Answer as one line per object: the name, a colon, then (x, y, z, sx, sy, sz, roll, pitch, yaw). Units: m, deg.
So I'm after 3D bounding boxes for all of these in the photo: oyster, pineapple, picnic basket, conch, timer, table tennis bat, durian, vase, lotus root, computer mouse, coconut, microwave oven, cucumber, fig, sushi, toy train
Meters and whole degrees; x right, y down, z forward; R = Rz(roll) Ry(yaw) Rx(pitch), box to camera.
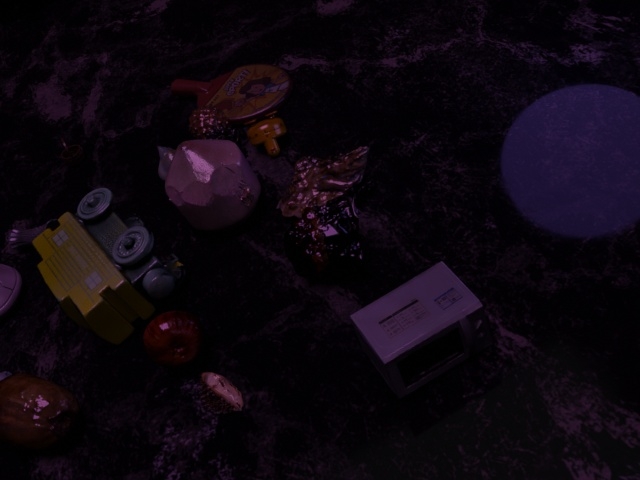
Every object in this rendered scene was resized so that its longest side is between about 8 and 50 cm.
oyster: (-0.003, -0.142, 1.864, 0.214, 0.083, 0.223, 9, 56, 50)
pineapple: (-0.271, -0.269, 2.121, 0.119, 0.111, 0.237, -52, 47, 13)
picnic basket: (-0.745, -0.268, 2.341, 0.072, 0.083, 0.072, -14, 42, 13)
conch: (-0.408, -0.210, 2.144, 0.088, 0.065, 0.180, -35, 52, -15)
timer: (-0.138, -0.277, 2.089, 0.107, 0.109, 0.107, -21, 12, 5)
table tennis bat: (-0.270, -0.437, 2.332, 0.414, 0.051, 0.268, 12, 52, 30)
durian: (-0.203, 0.306, 1.554, 0.066, 0.052, 0.130, -4, 30, -40)
vase: (-0.757, -0.010, 2.091, 0.148, 0.081, 0.081, -6, 45, 24)
lotus root: (-0.606, 0.349, 1.614, 0.260, 0.128, 0.145, 6, 59, 31)
computer mouse: (-0.902, 0.131, 1.980, 0.296, 0.121, 0.184, -7, 43, 20)
coconut: (-0.264, -0.140, 1.883, 0.224, 0.234, 0.224, -12, 48, 13)
microwave oven: (0.186, 0.164, 1.449, 0.208, 0.122, 0.162, -29, 42, -7)
cucumber: (0.071, -0.094, 1.832, 0.135, 0.034, 0.033, -39, 49, -16)
fig: (-0.295, 0.202, 1.641, 0.128, 0.128, 0.150, -7, 4, 17)
sushi: (0.000, 0.000, 1.681, 0.150, 0.153, 0.172, -4, 62, -8)
toy train: (-0.510, 0.054, 1.848, 0.272, 0.179, 0.442, -43, 45, -9)

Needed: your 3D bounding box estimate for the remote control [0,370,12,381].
remote control: (-0.769, 0.381, 1.713, 0.247, 0.052, 0.104, -40, 46, -21)
